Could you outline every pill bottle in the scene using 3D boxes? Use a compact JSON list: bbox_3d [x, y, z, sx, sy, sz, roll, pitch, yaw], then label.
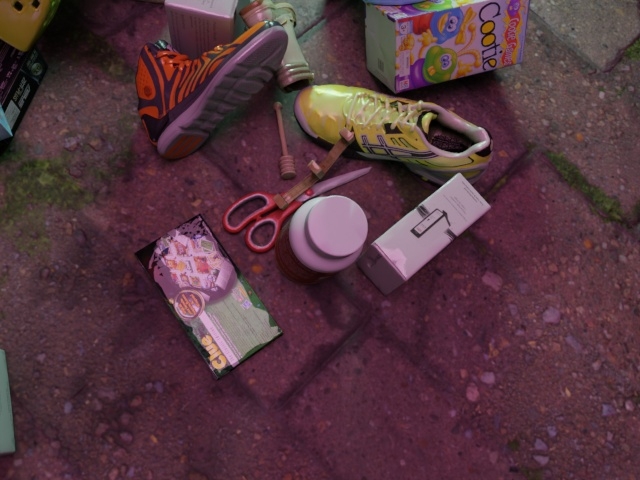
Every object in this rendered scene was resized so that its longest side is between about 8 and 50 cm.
[{"bbox_3d":[0.000,0.000,0.928,0.121,0.216,0.121,3,78,-14],"label":"pill bottle"}]

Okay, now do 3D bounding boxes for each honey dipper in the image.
[{"bbox_3d":[-0.071,-0.194,1.087,0.030,0.030,0.160,-6,71,-9],"label":"honey dipper"}]

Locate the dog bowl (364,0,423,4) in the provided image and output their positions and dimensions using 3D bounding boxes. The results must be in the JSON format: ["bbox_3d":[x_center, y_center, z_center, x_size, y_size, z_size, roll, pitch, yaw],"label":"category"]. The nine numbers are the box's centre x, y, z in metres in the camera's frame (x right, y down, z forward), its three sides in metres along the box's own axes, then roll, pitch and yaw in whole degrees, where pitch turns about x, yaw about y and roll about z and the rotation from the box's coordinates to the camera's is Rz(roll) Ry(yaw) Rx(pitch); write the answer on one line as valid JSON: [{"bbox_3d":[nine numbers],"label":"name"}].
[{"bbox_3d":[0.117,-0.539,1.117,0.166,0.074,0.297,-24,42,-19],"label":"dog bowl"}]

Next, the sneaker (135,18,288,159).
[{"bbox_3d":[-0.213,-0.303,0.991,0.321,0.124,0.180,-37,78,20],"label":"sneaker"}]

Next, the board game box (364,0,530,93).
[{"bbox_3d":[0.240,-0.404,1.106,0.275,0.142,0.144,-17,40,-13],"label":"board game box"}]

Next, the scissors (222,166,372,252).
[{"bbox_3d":[-0.043,-0.089,1.061,0.297,0.021,0.109,-38,80,-16],"label":"scissors"}]

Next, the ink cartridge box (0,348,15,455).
[{"bbox_3d":[-0.556,0.235,0.781,0.171,0.232,0.168,-12,74,-10],"label":"ink cartridge box"}]

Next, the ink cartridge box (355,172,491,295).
[{"bbox_3d":[0.174,-0.006,0.994,0.203,0.148,0.086,-39,83,-16],"label":"ink cartridge box"}]

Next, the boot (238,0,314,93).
[{"bbox_3d":[-0.067,-0.365,1.088,0.077,0.213,0.165,-25,99,19],"label":"boot"}]

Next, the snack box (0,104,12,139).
[{"bbox_3d":[-0.659,-0.279,0.941,0.187,0.060,0.322,-25,76,-12],"label":"snack box"}]

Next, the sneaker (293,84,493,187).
[{"bbox_3d":[0.139,-0.220,1.060,0.385,0.147,0.145,16,73,1],"label":"sneaker"}]

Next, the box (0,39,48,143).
[{"bbox_3d":[-0.603,-0.283,1.022,0.147,0.077,0.180,15,71,-2],"label":"box"}]

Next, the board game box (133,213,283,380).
[{"bbox_3d":[-0.192,0.093,0.981,0.136,0.030,0.259,-32,79,-18],"label":"board game box"}]

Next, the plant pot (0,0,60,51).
[{"bbox_3d":[-0.520,-0.478,0.936,0.228,0.227,0.207,34,105,-31],"label":"plant pot"}]

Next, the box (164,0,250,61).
[{"bbox_3d":[-0.203,-0.438,1.068,0.119,0.181,0.182,12,71,-5],"label":"box"}]

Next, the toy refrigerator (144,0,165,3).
[{"bbox_3d":[-0.412,-0.540,1.117,0.269,0.102,0.094,6,72,-6],"label":"toy refrigerator"}]

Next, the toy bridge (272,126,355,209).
[{"bbox_3d":[-0.007,-0.128,1.030,0.188,0.063,0.026,-44,82,3],"label":"toy bridge"}]
